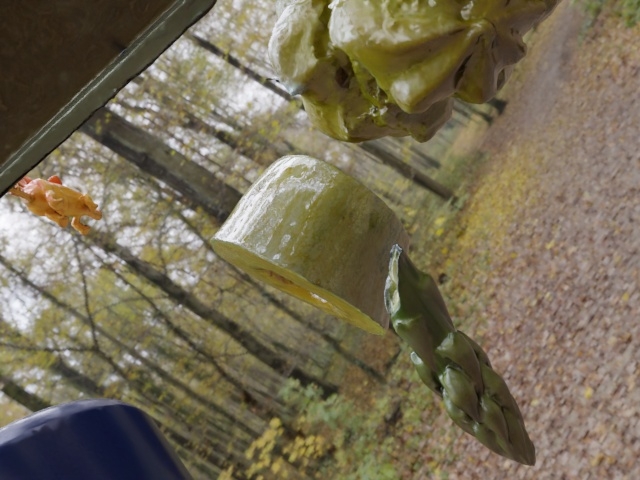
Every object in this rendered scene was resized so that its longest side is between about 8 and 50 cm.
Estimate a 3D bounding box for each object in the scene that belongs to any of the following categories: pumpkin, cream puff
[{"bbox_3d":[0.000,0.000,1.128,0.199,0.332,0.332,-63,-3,-7],"label":"pumpkin"},{"bbox_3d":[0.122,-0.251,0.746,0.378,0.275,0.378,-27,-33,-20],"label":"cream puff"}]

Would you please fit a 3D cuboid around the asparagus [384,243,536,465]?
[{"bbox_3d":[0.143,0.136,0.732,0.080,0.287,0.080,-39,7,6],"label":"asparagus"}]

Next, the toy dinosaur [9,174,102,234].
[{"bbox_3d":[-0.478,-0.076,1.183,0.070,0.117,0.288,-58,-18,2],"label":"toy dinosaur"}]

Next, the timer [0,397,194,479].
[{"bbox_3d":[-0.109,0.321,0.439,0.270,0.383,0.270,-40,-28,-27],"label":"timer"}]

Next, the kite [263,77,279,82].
[{"bbox_3d":[0.084,-0.300,1.148,0.406,0.368,0.014,-85,-15,-81],"label":"kite"}]

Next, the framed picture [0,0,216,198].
[{"bbox_3d":[-0.255,-0.102,0.333,0.335,0.247,0.022,-35,33,21],"label":"framed picture"}]
